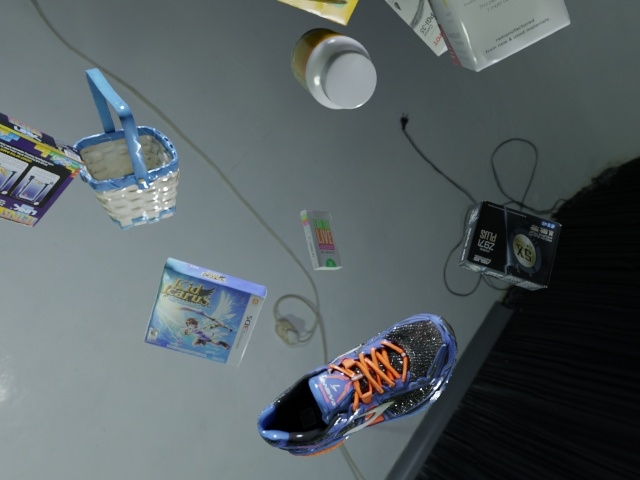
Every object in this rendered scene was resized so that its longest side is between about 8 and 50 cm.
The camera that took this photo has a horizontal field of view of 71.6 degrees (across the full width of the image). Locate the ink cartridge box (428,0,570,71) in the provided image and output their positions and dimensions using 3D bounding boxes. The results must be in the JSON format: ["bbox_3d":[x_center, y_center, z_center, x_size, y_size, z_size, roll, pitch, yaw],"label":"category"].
[{"bbox_3d":[0.250,-0.521,0.778,0.160,0.279,0.385,-24,109,18],"label":"ink cartridge box"}]

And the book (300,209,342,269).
[{"bbox_3d":[0.000,0.000,1.075,0.096,0.035,0.144,5,68,-55],"label":"book"}]

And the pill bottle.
[{"bbox_3d":[0.026,-0.353,0.917,0.136,0.246,0.136,-7,122,-12],"label":"pill bottle"}]

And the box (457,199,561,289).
[{"bbox_3d":[0.418,0.012,0.991,0.180,0.077,0.147,19,79,4],"label":"box"}]

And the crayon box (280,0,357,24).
[{"bbox_3d":[0.014,-0.794,1.150,0.313,0.363,0.106,-2,49,-38],"label":"crayon box"}]

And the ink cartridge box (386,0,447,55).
[{"bbox_3d":[0.310,-0.690,1.209,0.117,0.207,0.283,-41,86,-22],"label":"ink cartridge box"}]

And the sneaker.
[{"bbox_3d":[0.032,0.144,0.421,0.221,0.083,0.087,-40,148,14],"label":"sneaker"}]

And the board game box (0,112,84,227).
[{"bbox_3d":[-0.462,-0.106,0.639,0.141,0.048,0.170,-44,147,10],"label":"board game box"}]

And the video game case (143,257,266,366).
[{"bbox_3d":[-0.310,0.200,1.194,0.269,0.061,0.244,18,111,-11],"label":"video game case"}]

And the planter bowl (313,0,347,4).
[{"bbox_3d":[-0.036,-0.609,1.012,0.217,0.217,0.090,-3,116,-26],"label":"planter bowl"}]

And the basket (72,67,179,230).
[{"bbox_3d":[-0.424,-0.194,0.958,0.201,0.255,0.289,-25,140,-23],"label":"basket"}]
